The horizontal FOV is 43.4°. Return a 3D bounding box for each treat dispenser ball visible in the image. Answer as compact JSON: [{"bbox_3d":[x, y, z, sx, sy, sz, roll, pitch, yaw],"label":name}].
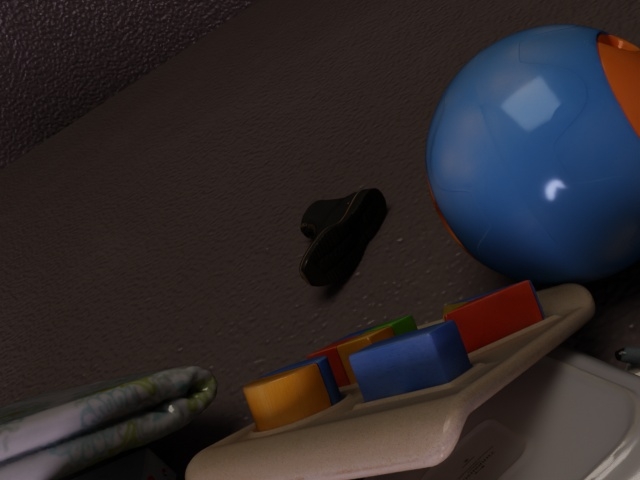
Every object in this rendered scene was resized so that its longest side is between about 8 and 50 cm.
[{"bbox_3d":[0.261,-0.092,0.899,0.288,0.288,0.288,-23,35,18],"label":"treat dispenser ball"}]

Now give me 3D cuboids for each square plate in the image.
[{"bbox_3d":[0.145,0.218,0.715,0.347,0.049,0.344,-41,10,-6],"label":"square plate"}]

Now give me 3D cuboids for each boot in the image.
[{"bbox_3d":[0.000,0.000,1.223,0.137,0.077,0.198,-4,31,45],"label":"boot"}]

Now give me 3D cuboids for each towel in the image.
[{"bbox_3d":[-0.360,0.250,0.996,0.374,0.090,0.320,-14,-2,-45],"label":"towel"}]

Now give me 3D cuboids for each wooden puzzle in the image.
[{"bbox_3d":[0.068,0.126,0.804,0.322,0.080,0.348,-22,2,39],"label":"wooden puzzle"}]

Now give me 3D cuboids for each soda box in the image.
[{"bbox_3d":[-0.296,0.349,1.040,0.216,0.069,0.074,-25,34,14],"label":"soda box"}]

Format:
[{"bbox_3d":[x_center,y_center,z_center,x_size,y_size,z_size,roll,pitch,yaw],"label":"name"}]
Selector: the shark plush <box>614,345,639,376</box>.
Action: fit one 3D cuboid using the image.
[{"bbox_3d":[0.356,0.131,0.782,0.161,0.073,0.067,-16,53,-8],"label":"shark plush"}]
